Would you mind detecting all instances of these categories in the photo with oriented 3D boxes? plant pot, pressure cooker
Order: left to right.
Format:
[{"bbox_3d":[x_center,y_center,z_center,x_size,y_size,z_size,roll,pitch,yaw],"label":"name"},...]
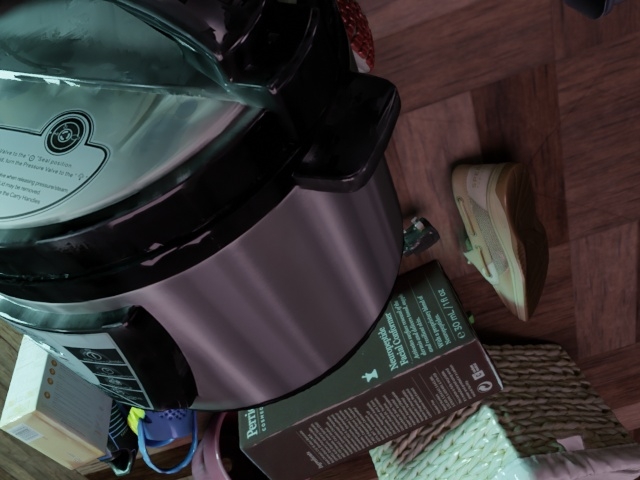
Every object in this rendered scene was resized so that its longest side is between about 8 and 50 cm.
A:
[{"bbox_3d":[-0.136,-0.077,0.577,0.369,0.376,0.420,-25,144,1],"label":"pressure cooker"},{"bbox_3d":[-0.137,0.389,1.172,0.201,0.202,0.180,21,139,-26],"label":"plant pot"}]

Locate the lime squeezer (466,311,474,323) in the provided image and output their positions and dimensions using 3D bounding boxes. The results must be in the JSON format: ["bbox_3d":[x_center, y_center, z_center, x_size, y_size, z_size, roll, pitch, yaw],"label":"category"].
[{"bbox_3d":[0.129,0.220,1.149,0.310,0.059,0.110,-16,132,6],"label":"lime squeezer"}]

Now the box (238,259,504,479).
[{"bbox_3d":[0.062,0.207,1.017,0.381,0.191,0.143,-29,125,9],"label":"box"}]

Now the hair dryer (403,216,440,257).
[{"bbox_3d":[0.000,0.000,0.940,0.293,0.080,0.223,-41,110,17],"label":"hair dryer"}]

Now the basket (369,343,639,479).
[{"bbox_3d":[0.308,0.370,1.134,0.328,0.267,0.331,7,131,-33],"label":"basket"}]

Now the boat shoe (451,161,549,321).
[{"bbox_3d":[0.267,0.004,0.964,0.098,0.109,0.302,10,144,36],"label":"boat shoe"}]

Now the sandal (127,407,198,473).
[{"bbox_3d":[-0.241,0.264,1.058,0.126,0.138,0.318,-8,135,-23],"label":"sandal"}]

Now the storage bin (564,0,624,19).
[{"bbox_3d":[0.327,-0.318,0.692,0.091,0.098,0.135,-18,132,-8],"label":"storage bin"}]

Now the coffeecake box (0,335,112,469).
[{"bbox_3d":[-0.381,0.219,0.971,0.068,0.186,0.142,-26,130,13],"label":"coffeecake box"}]

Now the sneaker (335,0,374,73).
[{"bbox_3d":[-0.035,-0.244,0.707,0.225,0.088,0.092,24,139,-25],"label":"sneaker"}]

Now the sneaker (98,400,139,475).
[{"bbox_3d":[-0.383,0.319,1.122,0.081,0.091,0.232,-20,132,8],"label":"sneaker"}]
